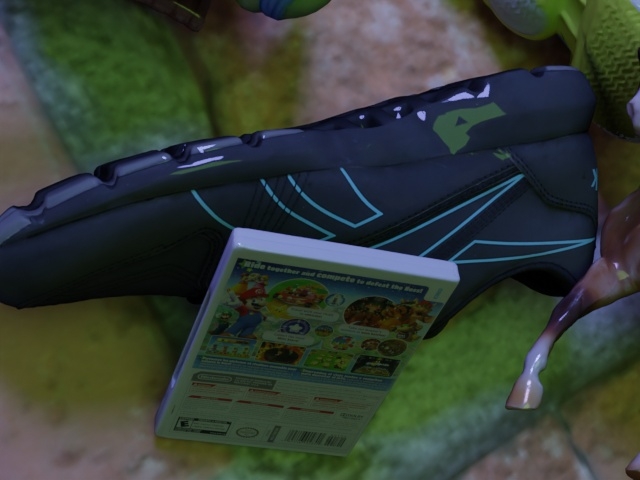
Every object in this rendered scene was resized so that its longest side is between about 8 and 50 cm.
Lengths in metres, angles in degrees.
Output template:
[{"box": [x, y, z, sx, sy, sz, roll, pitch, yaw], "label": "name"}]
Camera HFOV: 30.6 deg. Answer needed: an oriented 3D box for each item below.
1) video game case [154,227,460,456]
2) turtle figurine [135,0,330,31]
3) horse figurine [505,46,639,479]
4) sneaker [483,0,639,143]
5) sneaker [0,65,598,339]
[{"box": [-0.009, 0.045, 0.459, 0.087, 0.122, 0.011, 10, 46, -17], "label": "video game case"}, {"box": [-0.098, -0.198, 0.402, 0.266, 0.274, 0.198, 36, 103, 13], "label": "turtle figurine"}, {"box": [0.183, 0.046, 0.515, 0.263, 0.066, 0.174, 39, 64, -27], "label": "horse figurine"}, {"box": [0.121, -0.163, 0.562, 0.126, 0.091, 0.240, -38, 96, -38], "label": "sneaker"}, {"box": [0.000, 0.000, 0.475, 0.267, 0.101, 0.106, -13, 97, -14], "label": "sneaker"}]
